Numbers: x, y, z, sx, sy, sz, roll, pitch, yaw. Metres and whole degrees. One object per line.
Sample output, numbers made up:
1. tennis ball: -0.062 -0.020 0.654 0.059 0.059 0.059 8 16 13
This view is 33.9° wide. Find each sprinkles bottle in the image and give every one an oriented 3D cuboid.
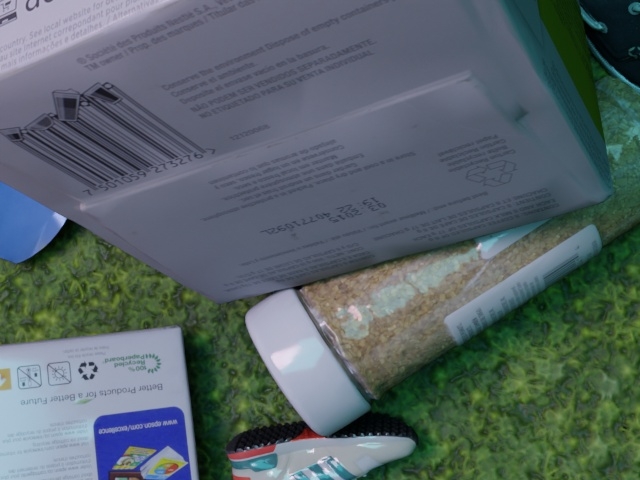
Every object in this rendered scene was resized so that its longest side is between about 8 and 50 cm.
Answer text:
1. sprinkles bottle: 0.116 0.013 0.843 0.355 0.121 0.121 -34 78 0

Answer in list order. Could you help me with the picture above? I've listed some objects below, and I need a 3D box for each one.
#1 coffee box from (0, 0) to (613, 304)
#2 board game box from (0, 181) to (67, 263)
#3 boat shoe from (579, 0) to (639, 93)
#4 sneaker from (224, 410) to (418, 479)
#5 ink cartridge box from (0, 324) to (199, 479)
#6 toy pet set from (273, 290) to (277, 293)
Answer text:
1. coffee box: -0.027 -0.195 0.717 0.337 0.338 0.335 -16 61 24
2. board game box: -0.292 -0.056 0.969 0.168 0.033 0.133 18 89 16
3. boat shoe: 0.254 -0.215 0.875 0.302 0.091 0.114 42 90 13
4. sneaker: 0.004 0.191 0.879 0.161 0.057 0.075 -8 100 4
5. ink cartridge box: -0.180 0.261 0.849 0.175 0.069 0.371 -5 75 -15
6. toy pet set: 0.000 0.000 0.896 0.122 0.065 0.114 -33 78 2
